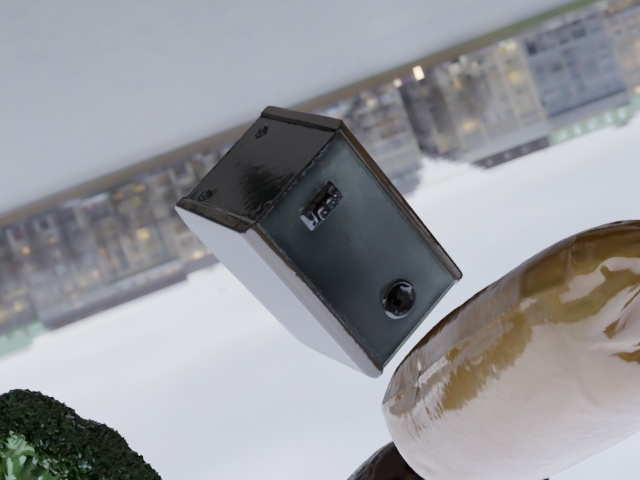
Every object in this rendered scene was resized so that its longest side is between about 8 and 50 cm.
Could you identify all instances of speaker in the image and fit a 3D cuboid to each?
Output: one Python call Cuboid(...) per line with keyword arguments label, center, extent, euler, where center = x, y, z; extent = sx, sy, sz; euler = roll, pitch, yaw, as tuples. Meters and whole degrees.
Cuboid(label="speaker", center=(0.000, 0.000, 1.520), extent=(0.153, 0.231, 0.192), euler=(-49, -149, -14))

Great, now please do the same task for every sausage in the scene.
Cuboid(label="sausage", center=(0.132, 0.071, 0.854), extent=(0.134, 0.116, 0.354), euler=(9, 161, -9))

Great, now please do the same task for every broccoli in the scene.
Cuboid(label="broccoli", center=(-0.179, 0.176, 0.898), extent=(0.195, 0.195, 0.156), euler=(-15, -167, 47))

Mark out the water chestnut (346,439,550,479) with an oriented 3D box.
Cuboid(label="water chestnut", center=(0.183, 0.390, 1.960), extent=(0.350, 0.350, 0.302), euler=(-22, 153, -23))
